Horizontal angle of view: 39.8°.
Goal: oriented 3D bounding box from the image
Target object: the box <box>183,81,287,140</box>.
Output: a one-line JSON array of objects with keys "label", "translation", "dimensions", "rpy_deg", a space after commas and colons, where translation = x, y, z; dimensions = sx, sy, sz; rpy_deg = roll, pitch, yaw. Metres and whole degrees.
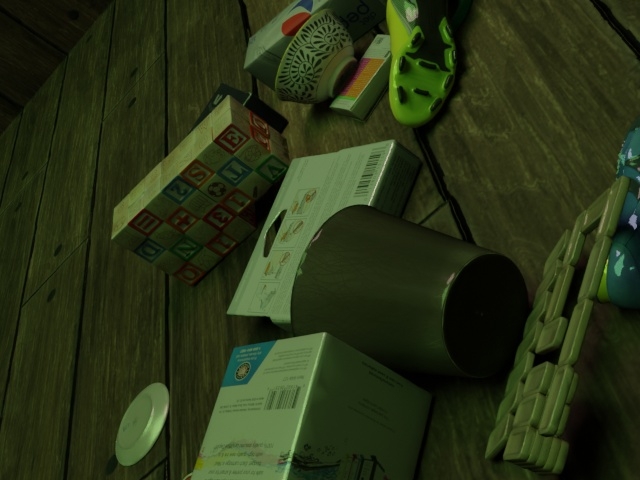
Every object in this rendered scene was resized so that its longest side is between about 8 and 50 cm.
[{"label": "box", "translation": [-0.163, -0.192, 1.614], "dimensions": [0.158, 0.093, 0.156], "rpy_deg": [-57, 31, 1]}]

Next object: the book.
[{"label": "book", "translation": [0.077, -0.263, 1.407], "dimensions": [0.144, 0.035, 0.096], "rpy_deg": [-56, 28, -1]}]

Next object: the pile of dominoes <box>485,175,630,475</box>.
[{"label": "pile of dominoes", "translation": [0.225, 0.087, 0.807], "dimensions": [0.196, 0.040, 0.251], "rpy_deg": [102, -170, -74]}]

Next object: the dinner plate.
[{"label": "dinner plate", "translation": [-0.291, 0.292, 1.418], "dimensions": [0.141, 0.017, 0.141], "rpy_deg": [-36, 35, 32]}]

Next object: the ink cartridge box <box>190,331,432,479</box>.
[{"label": "ink cartridge box", "translation": [-0.018, 0.243, 0.932], "dimensions": [0.171, 0.168, 0.232], "rpy_deg": [-15, 50, 49]}]

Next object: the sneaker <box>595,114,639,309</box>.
[{"label": "sneaker", "translation": [0.318, -0.029, 0.830], "dimensions": [0.082, 0.069, 0.209], "rpy_deg": [0, 60, 38]}]

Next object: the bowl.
[{"label": "bowl", "translation": [0.008, -0.285, 1.449], "dimensions": [0.170, 0.080, 0.170], "rpy_deg": [-51, -16, -20]}]

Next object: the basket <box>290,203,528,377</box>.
[{"label": "basket", "translation": [0.099, 0.063, 0.965], "dimensions": [0.227, 0.154, 0.204], "rpy_deg": [7, 73, 52]}]

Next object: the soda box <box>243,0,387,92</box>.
[{"label": "soda box", "translation": [-0.007, -0.381, 1.571], "dimensions": [0.286, 0.098, 0.091], "rpy_deg": [-30, 40, 36]}]

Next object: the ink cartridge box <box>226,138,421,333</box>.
[{"label": "ink cartridge box", "translation": [0.000, 0.000, 1.242], "dimensions": [0.239, 0.060, 0.275], "rpy_deg": [-4, 59, 54]}]

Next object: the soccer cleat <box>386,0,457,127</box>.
[{"label": "soccer cleat", "translation": [0.140, -0.286, 1.284], "dimensions": [0.121, 0.094, 0.289], "rpy_deg": [127, 149, -68]}]

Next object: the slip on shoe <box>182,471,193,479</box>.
[{"label": "slip on shoe", "translation": [-0.131, 0.387, 1.024], "dimensions": [0.123, 0.101, 0.331], "rpy_deg": [-49, 30, 15]}]

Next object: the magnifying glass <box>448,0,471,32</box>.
[{"label": "magnifying glass", "translation": [0.219, -0.393, 1.338], "dimensions": [0.231, 0.026, 0.092], "rpy_deg": [-55, 31, 0]}]

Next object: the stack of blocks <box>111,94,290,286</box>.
[{"label": "stack of blocks", "translation": [-0.184, -0.075, 1.459], "dimensions": [0.297, 0.171, 0.087], "rpy_deg": [-41, 34, 23]}]
